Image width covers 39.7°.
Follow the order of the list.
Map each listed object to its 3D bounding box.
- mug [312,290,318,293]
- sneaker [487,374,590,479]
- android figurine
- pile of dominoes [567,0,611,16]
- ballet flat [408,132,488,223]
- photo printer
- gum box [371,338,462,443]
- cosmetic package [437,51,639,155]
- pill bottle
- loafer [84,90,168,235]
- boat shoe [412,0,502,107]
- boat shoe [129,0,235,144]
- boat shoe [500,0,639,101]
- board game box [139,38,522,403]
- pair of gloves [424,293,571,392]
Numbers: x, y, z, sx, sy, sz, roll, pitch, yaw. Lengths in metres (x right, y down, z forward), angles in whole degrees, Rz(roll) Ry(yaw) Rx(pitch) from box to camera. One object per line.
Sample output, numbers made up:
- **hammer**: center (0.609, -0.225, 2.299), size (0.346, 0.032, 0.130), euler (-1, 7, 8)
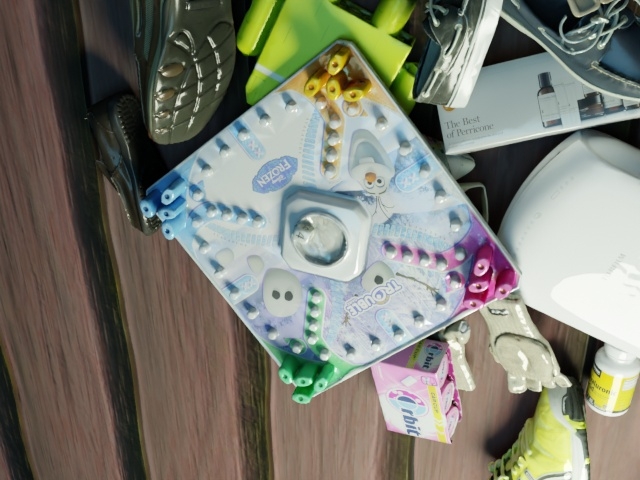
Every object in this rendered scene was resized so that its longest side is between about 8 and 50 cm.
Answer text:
- **mug**: center (0.048, 0.105, 1.306), size (0.157, 0.097, 0.129), euler (6, 118, 17)
- **sneaker**: center (0.333, 0.369, 1.373), size (0.147, 0.145, 0.385), euler (6, 122, 12)
- **android figurine**: center (0.009, -0.223, 1.138), size (0.248, 0.056, 0.273), euler (27, 124, -2)
- **pile of dominoes**: center (0.304, -0.389, 0.922), size (0.196, 0.040, 0.251), euler (-25, 101, 6)
- **ballet flat**: center (0.178, -0.069, 1.187), size (0.079, 0.077, 0.221), euler (-24, 119, 8)
- **photo printer**: center (0.392, 0.010, 1.147), size (0.307, 0.107, 0.256), euler (26, 125, -1)
- **gum box**: center (0.148, 0.229, 1.352), size (0.107, 0.062, 0.188), euler (9, 137, 26)
- **cosmetic package**: center (0.263, -0.174, 1.074), size (0.239, 0.060, 0.099), euler (-11, 88, 21)
- **pill bottle**: center (0.425, 0.191, 1.279), size (0.065, 0.065, 0.116), euler (9, 123, 10)
- **loafer**: center (-0.280, -0.111, 1.288), size (0.078, 0.080, 0.220), euler (3, 118, 26)
- **boat shoe**: center (0.151, -0.241, 0.986), size (0.070, 0.078, 0.219), euler (3, 132, -8)
- **boat shoe**: center (-0.181, -0.285, 1.127), size (0.120, 0.122, 0.324), euler (39, 129, 36)
- **boat shoe**: center (0.292, -0.245, 0.983), size (0.254, 0.079, 0.095), euler (43, 93, 14)
- **board game box**: center (0.000, 0.000, 1.184), size (0.390, 0.050, 0.390), euler (-33, 100, 29)
- **pair of gloves**: center (0.225, 0.141, 1.279), size (0.240, 0.042, 0.204), euler (-2, 129, 46)
